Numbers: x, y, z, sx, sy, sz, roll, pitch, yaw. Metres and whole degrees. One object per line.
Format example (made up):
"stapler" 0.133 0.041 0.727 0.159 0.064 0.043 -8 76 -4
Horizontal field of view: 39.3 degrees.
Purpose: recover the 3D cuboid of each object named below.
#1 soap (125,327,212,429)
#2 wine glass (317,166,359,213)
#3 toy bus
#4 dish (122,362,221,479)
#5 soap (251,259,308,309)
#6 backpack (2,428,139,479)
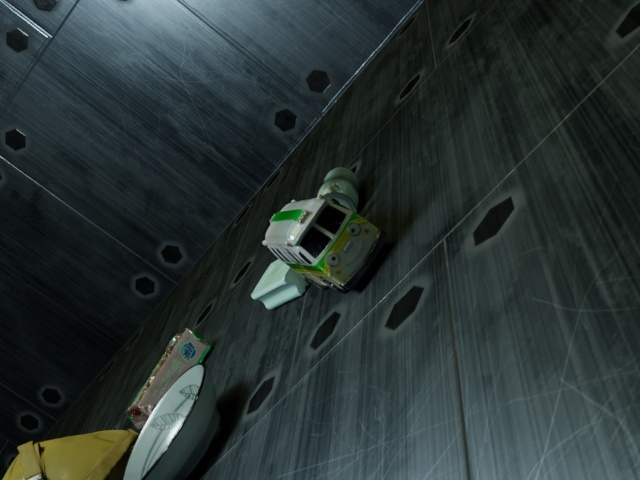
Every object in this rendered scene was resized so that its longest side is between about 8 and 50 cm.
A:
"soap" -0.423 0.383 2.463 0.273 0.098 0.218 -59 14 -28
"wine glass" 0.042 -0.102 2.138 0.103 0.103 0.231 -48 11 19
"toy bus" 0.000 0.000 1.834 0.143 0.179 0.305 -54 13 -8
"dish" -0.300 0.422 1.922 0.316 0.106 0.316 -50 15 18
"soap" -0.081 0.089 2.135 0.119 0.066 0.198 -57 13 -28
"backpack" -0.564 0.578 2.028 0.354 0.201 0.378 -9 17 5
